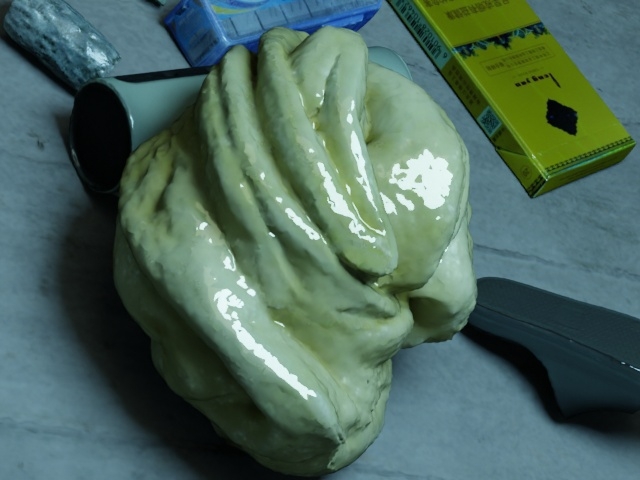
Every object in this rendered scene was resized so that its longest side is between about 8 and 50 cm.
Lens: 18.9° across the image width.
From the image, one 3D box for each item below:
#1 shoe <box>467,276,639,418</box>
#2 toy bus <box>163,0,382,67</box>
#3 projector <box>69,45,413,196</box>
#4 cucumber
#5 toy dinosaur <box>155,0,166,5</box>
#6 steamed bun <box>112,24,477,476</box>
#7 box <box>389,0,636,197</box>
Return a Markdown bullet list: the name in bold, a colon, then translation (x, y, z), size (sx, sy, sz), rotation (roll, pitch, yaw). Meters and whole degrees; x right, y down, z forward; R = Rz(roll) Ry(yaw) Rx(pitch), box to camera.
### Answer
- **shoe**: translation (0.241, 0.116, 1.839), size (0.241, 0.093, 0.108), rotation (22, 26, 13)
- **toy bus**: translation (-0.044, -0.234, 1.941), size (0.236, 0.079, 0.094), rotation (-18, 83, -40)
- **projector**: translation (-0.067, -0.116, 1.807), size (0.337, 0.108, 0.108), rotation (-11, 62, -37)
- **cucumber**: translation (-0.237, -0.187, 1.788), size (0.112, 0.064, 0.064), rotation (39, 45, 1)
- **toy dinosaur**: translation (-0.196, -0.298, 1.875), size (0.383, 0.076, 0.129), rotation (-1, 99, -46)
- **steamed bun**: translation (-0.001, -0.006, 1.626), size (0.325, 0.230, 0.372), rotation (46, 57, -16)
- **box**: translation (0.205, -0.183, 2.074), size (0.153, 0.041, 0.279), rotation (-20, 69, -41)
